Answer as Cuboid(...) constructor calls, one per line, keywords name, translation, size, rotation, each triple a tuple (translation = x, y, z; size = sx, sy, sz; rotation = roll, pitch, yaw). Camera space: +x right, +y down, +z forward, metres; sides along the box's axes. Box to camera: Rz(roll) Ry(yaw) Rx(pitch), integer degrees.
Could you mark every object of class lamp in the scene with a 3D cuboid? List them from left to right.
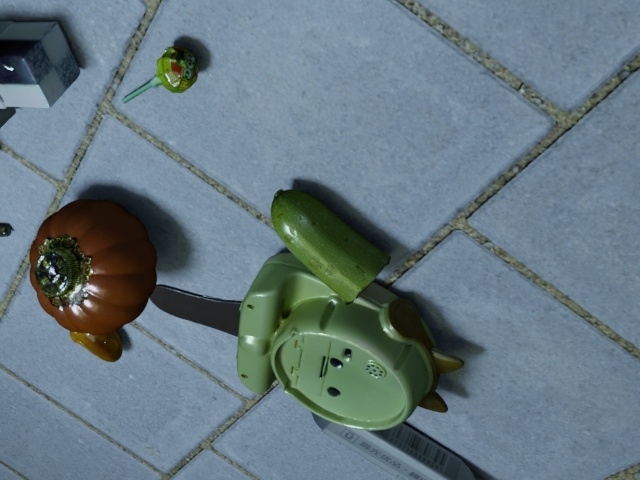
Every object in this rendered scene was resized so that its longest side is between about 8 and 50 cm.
Cuboid(name="lamp", translation=(-0.366, 0.042, 1.776), size=(0.223, 0.196, 0.223), rotation=(3, 96, 30))

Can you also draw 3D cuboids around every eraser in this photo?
Cuboid(name="eraser", translation=(-0.548, -0.261, 1.629), size=(0.404, 0.098, 0.096), rotation=(5, 136, 29))
Cuboid(name="eraser", translation=(0.125, 0.357, 1.921), size=(0.352, 0.061, 0.089), rotation=(31, 143, -3))

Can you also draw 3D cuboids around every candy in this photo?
Cuboid(name="candy", translation=(-0.230, -0.218, 1.522), size=(0.058, 0.062, 0.194), rotation=(-1, 172, -37))

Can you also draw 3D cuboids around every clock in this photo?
Cuboid(name="clock", translation=(0.043, 0.180, 1.725), size=(0.348, 0.117, 0.286), rotation=(21, 140, 11))

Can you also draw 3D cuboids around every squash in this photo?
Cuboid(name="squash", translation=(0.000, 0.000, 1.581), size=(0.188, 0.095, 0.095), rotation=(41, 141, -8))

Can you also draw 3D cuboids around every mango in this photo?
Cuboid(name="mango", translation=(-0.416, 0.182, 2.075), size=(0.077, 0.063, 0.127), rotation=(-14, 130, 36))

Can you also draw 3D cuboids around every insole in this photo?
Cuboid(name="insole", translation=(-0.155, 0.133, 1.894), size=(0.328, 0.007, 0.111), rotation=(13, 138, 21))

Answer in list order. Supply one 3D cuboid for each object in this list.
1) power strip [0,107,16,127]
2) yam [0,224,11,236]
Cuboid(name="power strip", translation=(-0.620, -0.210, 1.739), size=(0.288, 0.093, 0.053), rotation=(8, 136, 26))
Cuboid(name="yam", translation=(-0.659, -0.022, 2.035), size=(0.234, 0.029, 0.027), rotation=(5, 109, 31))
